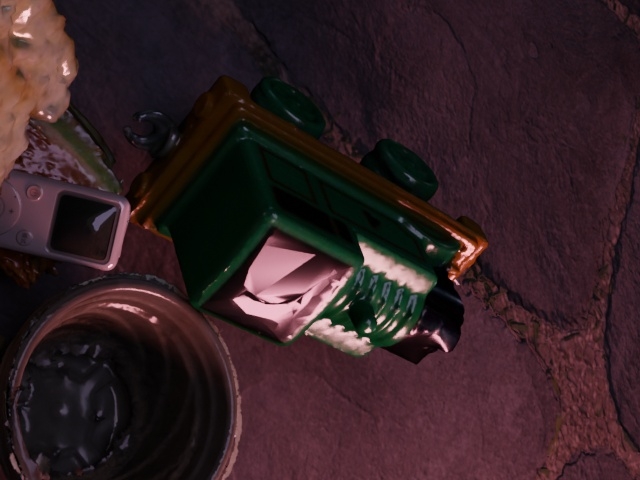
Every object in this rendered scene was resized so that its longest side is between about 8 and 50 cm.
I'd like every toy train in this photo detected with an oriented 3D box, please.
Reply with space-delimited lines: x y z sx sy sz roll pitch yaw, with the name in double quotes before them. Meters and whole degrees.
"toy train" 0.000 0.000 1.147 0.429 0.178 0.249 28 25 -32

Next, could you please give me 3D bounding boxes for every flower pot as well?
"flower pot" -0.197 0.149 1.043 0.235 0.140 0.235 9 75 -37

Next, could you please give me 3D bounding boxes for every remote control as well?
"remote control" -0.290 -0.033 0.982 0.261 0.029 0.067 13 96 -5

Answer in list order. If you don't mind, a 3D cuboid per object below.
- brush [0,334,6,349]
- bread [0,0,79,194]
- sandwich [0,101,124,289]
"brush" -0.384 0.073 0.964 0.233 0.047 0.103 33 60 -23
"bread" -0.387 -0.088 0.845 0.264 0.239 0.395 27 74 10
"sandwich" -0.276 -0.068 1.056 0.185 0.109 0.160 44 76 -27
